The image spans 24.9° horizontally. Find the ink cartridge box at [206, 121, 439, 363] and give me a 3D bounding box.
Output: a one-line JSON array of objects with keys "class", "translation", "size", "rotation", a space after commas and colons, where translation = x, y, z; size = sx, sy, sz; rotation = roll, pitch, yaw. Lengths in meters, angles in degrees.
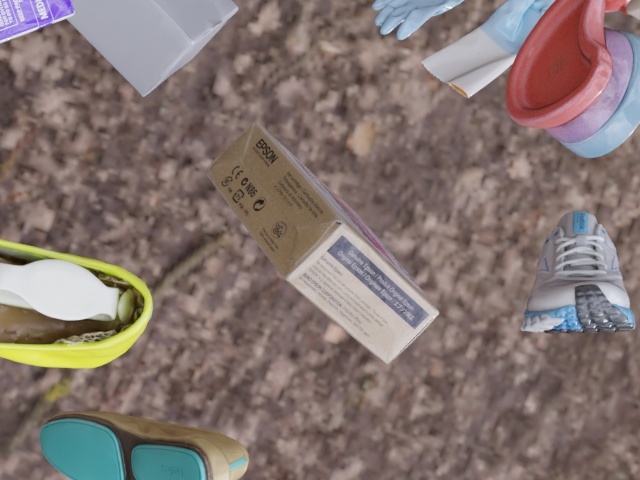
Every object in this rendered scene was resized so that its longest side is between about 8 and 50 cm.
[{"class": "ink cartridge box", "translation": [0.000, 0.000, 1.569], "size": [0.088, 0.234, 0.193], "rotation": [-45, 131, 5]}]

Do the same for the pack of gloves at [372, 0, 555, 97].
[{"class": "pack of gloves", "translation": [0.193, -0.299, 1.813], "size": [0.232, 0.195, 0.046], "rotation": [-37, 151, -26]}]

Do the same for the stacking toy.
[{"class": "stacking toy", "translation": [0.315, -0.243, 1.423], "size": [0.130, 0.279, 0.308], "rotation": [24, 57, -25]}]

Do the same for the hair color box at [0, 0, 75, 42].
[{"class": "hair color box", "translation": [-0.367, -0.148, 1.033], "size": [0.339, 0.185, 0.110], "rotation": [-29, 109, -42]}]

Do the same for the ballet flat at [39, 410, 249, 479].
[{"class": "ballet flat", "translation": [-0.165, 0.202, 1.364], "size": [0.073, 0.232, 0.080], "rotation": [-14, 106, -51]}]

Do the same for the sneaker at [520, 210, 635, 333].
[{"class": "sneaker", "translation": [0.168, 0.021, 0.961], "size": [0.191, 0.071, 0.082], "rotation": [10, 82, -85]}]

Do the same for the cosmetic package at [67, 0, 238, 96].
[{"class": "cosmetic package", "translation": [-0.216, -0.282, 1.533], "size": [0.107, 0.238, 0.127], "rotation": [-38, -175, 33]}]

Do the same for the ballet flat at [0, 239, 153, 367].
[{"class": "ballet flat", "translation": [-0.190, 0.020, 0.726], "size": [0.231, 0.077, 0.077], "rotation": [11, 77, -28]}]
